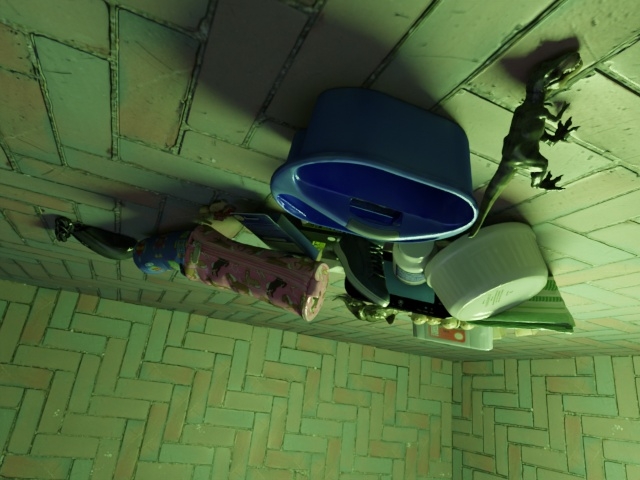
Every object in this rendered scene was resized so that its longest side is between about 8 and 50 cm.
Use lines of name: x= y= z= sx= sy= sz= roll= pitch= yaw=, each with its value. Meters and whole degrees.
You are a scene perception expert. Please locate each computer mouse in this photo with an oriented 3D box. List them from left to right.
computer mouse: x=-0.729 y=0.013 z=1.374 sx=0.272 sy=0.072 sz=0.188 roll=19 pitch=156 yaw=-29

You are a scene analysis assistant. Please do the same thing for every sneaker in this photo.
sneaker: x=0.090 y=0.073 z=1.283 sx=0.212 sy=0.080 sz=0.094 roll=8 pitch=172 yaw=19
sneaker: x=0.124 y=0.022 z=0.921 sx=0.086 sy=0.226 sz=0.163 roll=25 pitch=113 yaw=-37

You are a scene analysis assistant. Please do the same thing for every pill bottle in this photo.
pill bottle: x=0.238 y=0.037 z=1.061 sx=0.111 sy=0.112 sz=0.187 roll=3 pitch=159 yaw=11

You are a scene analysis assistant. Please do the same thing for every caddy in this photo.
caddy: x=0.090 y=-0.088 z=0.684 sx=0.340 sy=0.180 sz=0.241 roll=14 pitch=158 yaw=-18

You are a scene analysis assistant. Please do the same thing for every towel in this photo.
towel: x=0.537 y=0.164 z=1.155 sx=0.247 sy=0.038 sz=0.325 roll=0 pitch=-164 yaw=22

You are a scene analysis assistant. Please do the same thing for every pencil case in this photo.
pencil case: x=-0.439 y=0.039 z=1.275 sx=0.305 sy=0.120 sz=0.133 roll=-8 pitch=133 yaw=35
pencil case: x=-0.165 y=0.079 z=1.070 sx=0.385 sy=0.160 sz=0.167 roll=17 pitch=-157 yaw=16

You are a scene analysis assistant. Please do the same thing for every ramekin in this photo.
ramekin: x=0.394 y=0.085 z=0.978 sx=0.272 sy=0.127 sz=0.273 roll=-13 pitch=149 yaw=-8

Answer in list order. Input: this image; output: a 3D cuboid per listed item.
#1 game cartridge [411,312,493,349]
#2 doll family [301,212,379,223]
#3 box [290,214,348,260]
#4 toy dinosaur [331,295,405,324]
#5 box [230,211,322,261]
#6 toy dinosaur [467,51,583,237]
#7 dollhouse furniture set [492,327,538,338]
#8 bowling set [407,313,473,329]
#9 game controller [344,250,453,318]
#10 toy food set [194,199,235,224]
game cartridge: x=0.448 y=0.261 z=1.459 sx=0.060 sy=0.196 sz=0.294 roll=-3 pitch=-179 yaw=-45
doll family: x=0.040 y=-0.070 z=0.880 sx=0.192 sy=0.111 sz=0.076 roll=13 pitch=123 yaw=0
box: x=0.000 y=0.000 z=1.137 sx=0.183 sy=0.045 sz=0.191 roll=8 pitch=159 yaw=-6
toy dinosaur: x=0.200 y=0.303 z=1.773 sx=0.313 sy=0.121 sz=0.160 roll=-4 pitch=144 yaw=17
box: x=-0.108 y=-0.016 z=1.049 sx=0.136 sy=0.037 sz=0.225 roll=5 pitch=153 yaw=39
toy dinosaur: x=0.299 y=-0.123 z=0.591 sx=0.118 sy=0.064 sz=0.269 roll=0 pitch=123 yaw=-20
dollhouse furniture set: x=0.671 y=0.226 z=1.517 sx=0.355 sy=0.174 sz=0.303 roll=-10 pitch=171 yaw=-43
bowling set: x=0.351 y=0.219 z=1.322 sx=0.286 sy=0.154 sz=0.199 roll=6 pitch=-168 yaw=23
game controller: x=0.228 y=0.116 z=1.159 sx=0.318 sy=0.167 sz=0.067 roll=12 pitch=140 yaw=5
toy food set: x=-0.262 y=-0.074 z=1.068 sx=0.122 sy=0.019 sz=0.077 roll=-17 pitch=150 yaw=33
